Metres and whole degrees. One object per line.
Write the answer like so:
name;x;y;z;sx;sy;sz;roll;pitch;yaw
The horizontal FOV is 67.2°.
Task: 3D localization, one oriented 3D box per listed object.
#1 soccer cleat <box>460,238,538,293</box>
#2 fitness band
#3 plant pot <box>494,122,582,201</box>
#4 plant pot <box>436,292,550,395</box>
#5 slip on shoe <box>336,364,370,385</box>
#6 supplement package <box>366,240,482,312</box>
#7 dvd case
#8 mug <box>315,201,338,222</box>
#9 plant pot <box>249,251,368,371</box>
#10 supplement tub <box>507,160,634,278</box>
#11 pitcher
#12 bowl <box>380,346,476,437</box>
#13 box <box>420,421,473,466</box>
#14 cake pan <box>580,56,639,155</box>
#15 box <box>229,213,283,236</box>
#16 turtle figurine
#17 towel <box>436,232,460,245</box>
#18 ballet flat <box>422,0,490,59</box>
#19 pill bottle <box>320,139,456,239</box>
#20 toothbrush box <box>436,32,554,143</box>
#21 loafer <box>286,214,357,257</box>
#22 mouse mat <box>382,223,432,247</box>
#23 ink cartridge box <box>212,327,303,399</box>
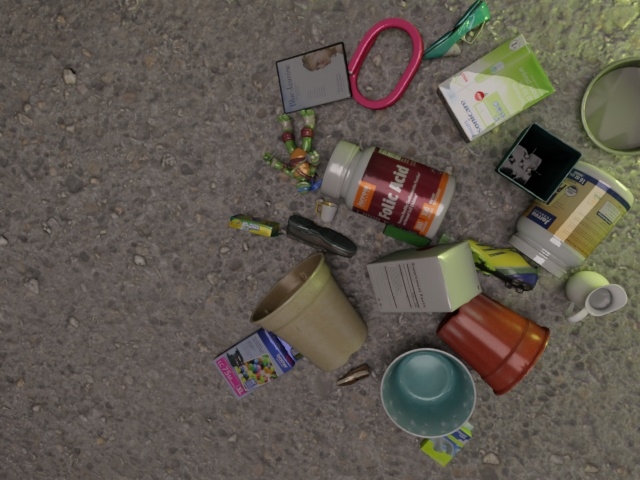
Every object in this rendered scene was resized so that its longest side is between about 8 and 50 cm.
soccer cleat;0.589;0.064;1.595;0.289;0.093;0.121;30;71;-2
fitness band;0.208;-0.572;1.570;0.209;0.054;0.291;35;109;16
plant pot;0.639;-0.233;1.472;0.165;0.234;0.166;35;101;4
plant pot;0.539;0.308;1.564;0.265;0.272;0.272;37;102;12
slip on shoe;0.117;0.495;1.764;0.135;0.051;0.041;-29;52;20
supplement package;0.326;0.119;1.535;0.292;0.177;0.176;-11;97;50
dvd case;-0.025;-0.546;1.629;0.252;0.022;0.181;-7;97;24
mug;0.023;-0.100;1.697;0.062;0.078;0.064;5;110;-23
plant pot;-0.016;0.264;1.636;0.333;0.334;0.305;-40;101;13
supplement tub;0.755;-0.062;1.478;0.228;0.228;0.316;36;102;3
pitcher;0.828;0.181;1.509;0.177;0.207;0.126;-34;91;13
bowl;0.364;0.494;1.656;0.311;0.163;0.312;1;97;9
box;0.456;0.711;1.731;0.109;0.042;0.178;36;103;3
cake pan;0.952;-0.409;1.485;0.292;0.054;0.294;1;98;10
box;-0.223;-0.052;1.715;0.179;0.105;0.043;16;101;7
turtle figurine;-0.096;-0.300;1.595;0.274;0.197;0.267;4;79;-31
towel;0.464;0.056;1.650;0.152;0.023;0.113;28;101;5
ballet flat;0.438;-0.646;1.533;0.247;0.083;0.087;-42;103;14
pill bottle;0.215;-0.171;1.561;0.391;0.224;0.224;22;101;6
toothbrush box;0.541;-0.470;1.516;0.283;0.122;0.206;-30;91;14
loafer;0.000;0.000;1.702;0.267;0.096;0.084;27;121;12
mouse mat;0.283;-0.013;1.592;0.152;0.190;0.007;21;84;6
ink cartridge box;-0.232;0.445;1.809;0.311;0.065;0.186;-33;91;11
